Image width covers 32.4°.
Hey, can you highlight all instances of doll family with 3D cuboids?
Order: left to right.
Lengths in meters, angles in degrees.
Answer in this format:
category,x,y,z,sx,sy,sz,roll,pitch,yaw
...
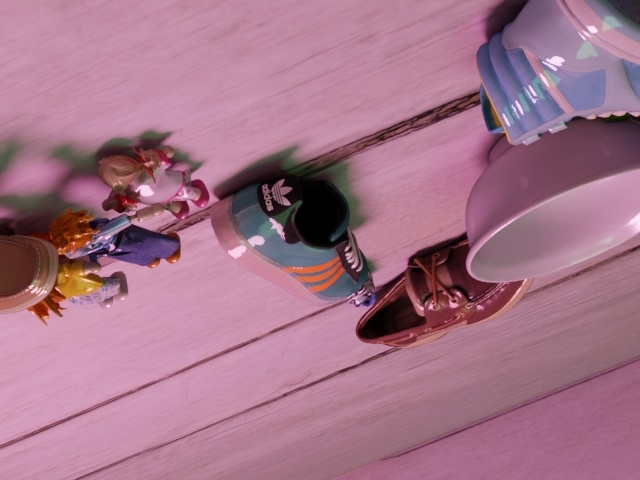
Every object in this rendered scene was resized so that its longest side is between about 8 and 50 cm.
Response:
category,x,y,z,sx,sy,sz,roll,pitch,yaw
doll family,-0.234,0.010,1.130,0.263,0.118,0.163,-30,156,24

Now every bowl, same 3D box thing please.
category,x,y,z,sx,sy,sz,roll,pitch,yaw
bowl,0.299,-0.071,1.376,0.297,0.134,0.298,-17,158,-7

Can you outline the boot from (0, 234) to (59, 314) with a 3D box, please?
category,x,y,z,sx,sy,sz,roll,pitch,yaw
boot,-0.367,0.014,1.017,0.213,0.077,0.165,1,166,29

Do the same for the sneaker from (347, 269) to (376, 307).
category,x,y,z,sx,sy,sz,roll,pitch,yaw
sneaker,0.051,0.063,1.582,0.052,0.058,0.135,-27,157,16

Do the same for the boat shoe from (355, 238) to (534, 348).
category,x,y,z,sx,sy,sz,roll,pitch,yaw
boat shoe,0.179,0.077,1.651,0.123,0.123,0.342,-2,158,-41

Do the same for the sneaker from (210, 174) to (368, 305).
category,x,y,z,sx,sy,sz,roll,pitch,yaw
sneaker,0.000,0.000,1.322,0.121,0.108,0.302,-24,157,22

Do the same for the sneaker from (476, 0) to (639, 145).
category,x,y,z,sx,sy,sz,roll,pitch,yaw
sneaker,0.288,-0.164,1.145,0.319,0.127,0.208,21,136,-37

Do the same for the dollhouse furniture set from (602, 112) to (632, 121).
category,x,y,z,sx,sy,sz,roll,pitch,yaw
dollhouse furniture set,0.360,-0.198,1.230,0.076,0.059,0.152,-7,155,-30

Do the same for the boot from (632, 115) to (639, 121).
category,x,y,z,sx,sy,sz,roll,pitch,yaw
boot,0.476,-0.212,1.302,0.189,0.076,0.208,-1,145,-44
